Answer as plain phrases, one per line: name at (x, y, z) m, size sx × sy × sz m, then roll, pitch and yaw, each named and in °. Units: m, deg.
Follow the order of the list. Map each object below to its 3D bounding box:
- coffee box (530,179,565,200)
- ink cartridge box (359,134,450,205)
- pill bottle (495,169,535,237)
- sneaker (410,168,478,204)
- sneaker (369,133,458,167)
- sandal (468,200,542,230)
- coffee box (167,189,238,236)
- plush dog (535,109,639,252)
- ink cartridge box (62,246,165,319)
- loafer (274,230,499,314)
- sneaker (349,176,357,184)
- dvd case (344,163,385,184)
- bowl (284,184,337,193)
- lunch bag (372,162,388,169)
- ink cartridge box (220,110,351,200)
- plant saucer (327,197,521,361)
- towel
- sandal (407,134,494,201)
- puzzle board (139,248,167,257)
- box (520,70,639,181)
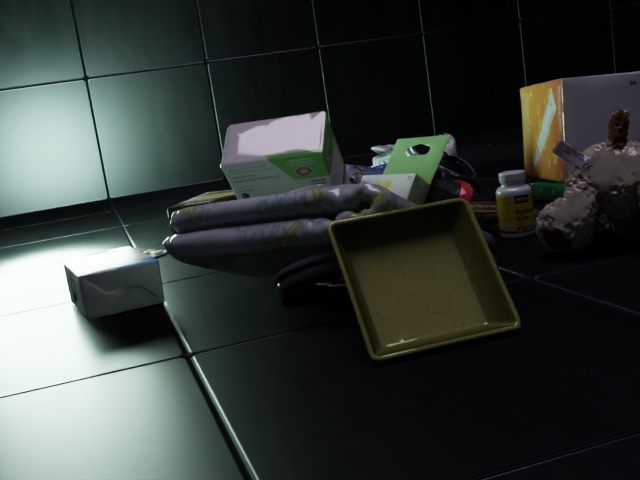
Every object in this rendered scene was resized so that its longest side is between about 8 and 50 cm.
coffee box at (0.563, -0.111, 1.782) m, size 0.113 × 0.041 × 0.184 m, roll -13°, pitch 11°, yaw -34°
ink cartridge box at (0.158, -0.124, 1.708) m, size 0.056 × 0.235 × 0.171 m, roll 29°, pitch -15°, yaw -34°
pill bottle at (0.352, -0.067, 1.491) m, size 0.065 × 0.117 × 0.065 m, roll -9°, pitch 10°, yaw 2°
sneaker at (0.228, -0.112, 1.793) m, size 0.135 × 0.098 × 0.276 m, roll 24°, pitch 2°, yaw -17°
sneaker at (0.272, -0.230, 2.439) m, size 0.210 × 0.138 × 0.366 m, roll -10°, pitch 5°, yaw -8°
sandal at (0.351, -0.041, 1.570) m, size 0.180 × 0.049 × 0.072 m, roll 7°, pitch 18°, yaw 5°
coffee box at (-0.253, -0.060, 2.008) m, size 0.141 × 0.098 × 0.246 m, roll -6°, pitch 10°, yaw 15°
plush dog at (0.489, -0.078, 1.330) m, size 0.262 × 0.211 × 0.225 m, roll -4°, pitch -13°, yaw 23°
ink cartridge box at (-0.370, 0.068, 1.447) m, size 0.134 × 0.078 × 0.231 m, roll -12°, pitch 11°, yaw -23°
loafer at (0.089, 0.059, 1.093) m, size 0.302 × 0.095 × 0.109 m, roll -11°, pitch -24°, yaw 4°
sneaker at (-0.001, -0.112, 1.772) m, size 0.178 × 0.077 × 0.072 m, roll -3°, pitch 43°, yaw -6°
dvd case at (0.040, -0.111, 1.847) m, size 0.252 × 0.022 × 0.180 m, roll 7°, pitch 44°, yaw 3°
bowl at (0.007, -0.050, 1.370) m, size 0.141 × 0.053 × 0.142 m, roll 7°, pitch -12°, yaw -38°
lunch bag at (0.194, -0.143, 2.017) m, size 0.218 × 0.090 × 0.176 m, roll -13°, pitch -5°, yaw -24°
ink cartridge box at (-0.052, -0.108, 1.614) m, size 0.198 × 0.273 × 0.115 m, roll -7°, pitch 51°, yaw 14°
plant saucer at (0.119, 0.050, 0.992) m, size 0.188 × 0.189 × 0.045 m, roll -11°, pitch -29°, yaw -13°
towel at (0.000, 0.000, 1.241) m, size 0.374 × 0.090 × 0.320 m, roll -6°, pitch -11°, yaw 30°
sandal at (0.298, -0.167, 1.914) m, size 0.097 × 0.055 × 0.254 m, roll -28°, pitch 60°, yaw -35°
puzzle board at (-0.414, 0.037, 1.851) m, size 0.096 × 0.011 × 0.128 m, roll -3°, pitch 12°, yaw 29°
box at (0.567, -0.246, 1.809) m, size 0.168 × 0.215 × 0.345 m, roll -5°, pitch 7°, yaw 0°
